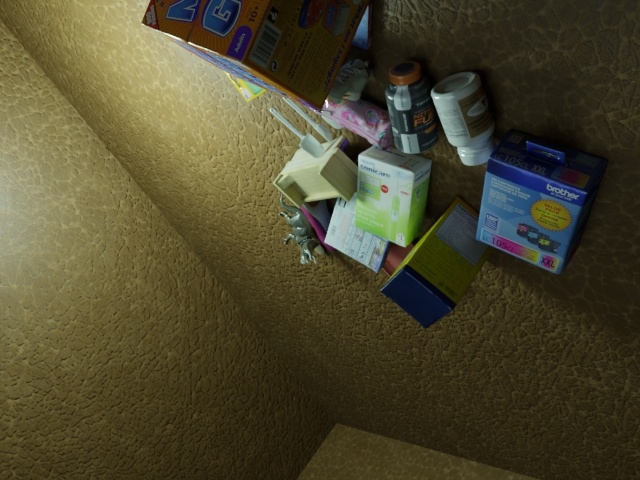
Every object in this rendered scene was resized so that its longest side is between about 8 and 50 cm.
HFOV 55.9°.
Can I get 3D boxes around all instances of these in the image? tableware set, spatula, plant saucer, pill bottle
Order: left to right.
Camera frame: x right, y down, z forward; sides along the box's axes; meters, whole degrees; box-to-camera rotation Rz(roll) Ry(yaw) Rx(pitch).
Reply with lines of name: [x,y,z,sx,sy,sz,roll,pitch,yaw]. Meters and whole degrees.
spatula: [-0.049,-0.412,2.032,0.242,0.019,0.168,42,107,5]
tableware set: [0.000,0.000,2.623,0.141,0.020,0.168,3,131,45]
plant saucer: [0.337,0.087,2.314,0.258,0.047,0.259,46,149,-7]
pill bottle: [0.256,-0.379,1.709,0.130,0.130,0.245,18,143,35]
pill bottle: [0.394,-0.323,1.620,0.131,0.131,0.229,7,136,45]

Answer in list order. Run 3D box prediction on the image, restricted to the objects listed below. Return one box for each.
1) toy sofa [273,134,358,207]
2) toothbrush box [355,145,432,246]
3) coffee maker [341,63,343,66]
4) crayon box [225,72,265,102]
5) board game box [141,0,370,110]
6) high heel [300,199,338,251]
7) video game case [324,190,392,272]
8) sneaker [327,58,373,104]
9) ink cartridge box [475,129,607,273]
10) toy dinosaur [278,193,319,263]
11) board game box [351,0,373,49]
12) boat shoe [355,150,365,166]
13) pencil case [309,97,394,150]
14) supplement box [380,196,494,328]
toy sofa: [0.003,-0.236,2.141,0.150,0.177,0.362,43,158,-23]
toothbrush box: [0.235,-0.150,1.986,0.206,0.122,0.283,24,130,28]
coffee maker: [-0.014,-0.497,1.795,0.120,0.178,0.171,24,156,33]
crayon box: [-0.204,-0.607,1.997,0.203,0.083,0.323,52,148,-17]
board game box: [-0.145,-0.591,1.511,0.356,0.356,0.356,28,-173,30]
high heel: [-0.031,-0.097,2.422,0.377,0.127,0.181,50,147,-15]
video game case: [0.159,-0.052,2.236,0.244,0.061,0.269,31,127,20]
sneaker: [0.068,-0.464,1.713,0.099,0.262,0.121,43,118,7]
ink cartridge box: [0.591,-0.124,1.640,0.270,0.151,0.395,25,145,26]
toy dinosaur: [-0.087,-0.061,2.574,0.160,0.121,0.313,0,106,37]
board game box: [0.025,-0.654,1.723,0.281,0.027,0.145,28,147,22]
boat shoe: [0.141,-0.236,2.105,0.063,0.059,0.170,27,147,24]
pencil case: [0.108,-0.390,1.881,0.284,0.124,0.124,31,149,16]
supplement box: [0.387,0.069,1.916,0.194,0.356,0.195,40,151,4]
